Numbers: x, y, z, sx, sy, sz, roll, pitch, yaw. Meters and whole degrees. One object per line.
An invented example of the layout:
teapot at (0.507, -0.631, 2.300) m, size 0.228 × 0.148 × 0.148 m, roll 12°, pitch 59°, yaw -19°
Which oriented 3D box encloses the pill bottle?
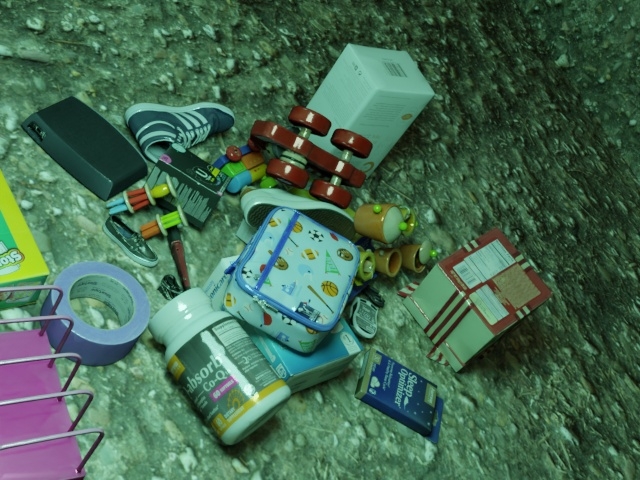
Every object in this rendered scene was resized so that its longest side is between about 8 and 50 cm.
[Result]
pill bottle at (-0.197, 0.236, 1.574) m, size 0.278 × 0.162 × 0.162 m, roll 49°, pitch 40°, yaw 13°

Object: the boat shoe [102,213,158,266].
boat shoe at (-0.398, 0.000, 1.738) m, size 0.142 × 0.040 × 0.049 m, roll 38°, pitch 39°, yaw -1°

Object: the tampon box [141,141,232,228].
tampon box at (-0.302, -0.127, 1.869) m, size 0.161 × 0.101 × 0.120 m, roll 32°, pitch 25°, yaw -8°

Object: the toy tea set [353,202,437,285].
toy tea set at (0.195, 0.007, 1.994) m, size 0.124 × 0.200 × 0.336 m, roll 11°, pitch 9°, yaw 35°

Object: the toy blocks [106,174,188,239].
toy blocks at (-0.374, -0.059, 1.776) m, size 0.054 × 0.148 × 0.123 m, roll 109°, pitch -39°, yaw -88°

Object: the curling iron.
curling iron at (-0.322, 0.018, 1.785) m, size 0.068 × 0.035 × 0.274 m, roll 12°, pitch 46°, yaw -28°

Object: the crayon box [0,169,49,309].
crayon box at (-0.714, -0.007, 1.449) m, size 0.363 × 0.106 × 0.313 m, roll -11°, pitch 61°, yaw -43°

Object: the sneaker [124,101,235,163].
sneaker at (-0.321, -0.255, 1.996) m, size 0.282 × 0.099 × 0.153 m, roll -4°, pitch 50°, yaw -32°

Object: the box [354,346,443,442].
box at (0.189, 0.350, 1.867) m, size 0.225 × 0.036 × 0.136 m, roll 32°, pitch 39°, yaw -11°

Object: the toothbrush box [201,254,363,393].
toothbrush box at (-0.084, 0.168, 1.754) m, size 0.216 × 0.126 × 0.296 m, roll -13°, pitch 62°, yaw -44°

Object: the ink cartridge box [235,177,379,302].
ink cartridge box at (0.000, 0.000, 2.003) m, size 0.307 × 0.072 × 0.303 m, roll 36°, pitch 37°, yaw 12°

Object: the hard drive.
hard drive at (-0.517, -0.215, 1.842) m, size 0.254 × 0.054 × 0.172 m, roll 42°, pitch 39°, yaw 3°

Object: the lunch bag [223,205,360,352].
lunch bag at (-0.060, 0.073, 1.682) m, size 0.243 × 0.115 × 0.303 m, roll 31°, pitch 39°, yaw -4°

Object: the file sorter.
file sorter at (-0.489, 0.235, 1.329) m, size 0.202 × 0.182 × 0.291 m, roll -2°, pitch 54°, yaw -39°

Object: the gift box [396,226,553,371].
gift box at (0.357, 0.151, 2.025) m, size 0.276 × 0.258 × 0.255 m, roll -24°, pitch 70°, yaw -27°

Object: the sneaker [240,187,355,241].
sneaker at (-0.051, -0.070, 1.915) m, size 0.290 × 0.106 × 0.123 m, roll 15°, pitch 24°, yaw -28°

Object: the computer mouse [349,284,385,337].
computer mouse at (0.100, 0.170, 1.968) m, size 0.106 × 0.042 × 0.193 m, roll 35°, pitch 33°, yaw -13°

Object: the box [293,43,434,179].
box at (0.102, -0.335, 2.210) m, size 0.215 × 0.345 × 0.168 m, roll -4°, pitch 54°, yaw -40°

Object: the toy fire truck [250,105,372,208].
toy fire truck at (-0.043, -0.200, 1.948) m, size 0.302 × 0.169 × 0.254 m, roll 24°, pitch -5°, yaw -31°

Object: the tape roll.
tape roll at (-0.425, 0.137, 1.557) m, size 0.189 × 0.080 × 0.189 m, roll 22°, pitch 42°, yaw -21°

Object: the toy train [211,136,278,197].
toy train at (-0.154, -0.180, 2.065) m, size 0.143 × 0.105 × 0.248 m, roll 54°, pitch 40°, yaw 2°
